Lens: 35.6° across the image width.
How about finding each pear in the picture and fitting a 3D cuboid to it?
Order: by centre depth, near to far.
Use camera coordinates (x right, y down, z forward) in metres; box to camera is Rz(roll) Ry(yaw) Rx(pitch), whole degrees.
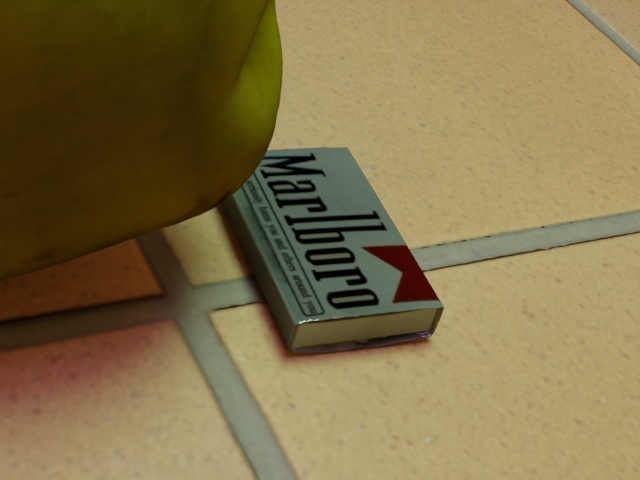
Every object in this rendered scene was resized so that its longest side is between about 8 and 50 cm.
[{"bbox_3d":[-0.221,-0.154,0.546,0.418,0.362,0.362,14,39,1],"label":"pear"}]

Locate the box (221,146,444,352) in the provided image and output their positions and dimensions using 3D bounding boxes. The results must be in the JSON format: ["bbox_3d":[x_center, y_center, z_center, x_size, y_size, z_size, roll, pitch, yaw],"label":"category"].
[{"bbox_3d":[0.000,0.000,0.713,0.115,0.036,0.177,-3,44,-26],"label":"box"}]
